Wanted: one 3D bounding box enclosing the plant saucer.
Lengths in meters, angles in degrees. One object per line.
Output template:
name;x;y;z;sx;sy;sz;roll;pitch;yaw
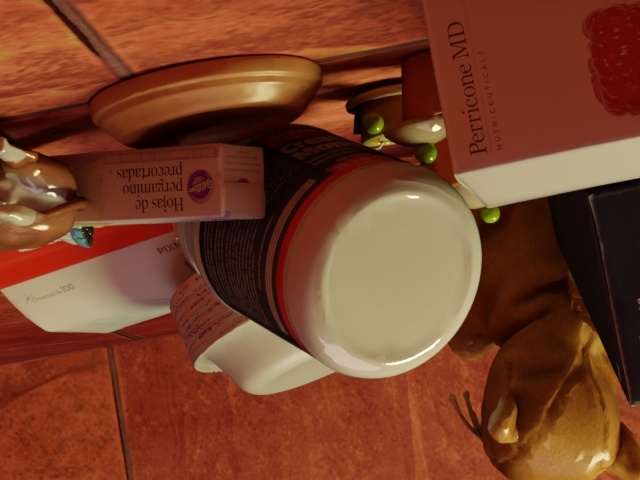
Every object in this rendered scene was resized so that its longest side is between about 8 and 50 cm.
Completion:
plant saucer;-0.095;-0.112;1.509;0.200;0.037;0.200;-9;173;-1

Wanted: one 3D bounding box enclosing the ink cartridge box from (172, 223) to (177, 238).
ink cartridge box;-0.096;-0.037;2.023;0.122;0.052;0.088;-5;171;-39

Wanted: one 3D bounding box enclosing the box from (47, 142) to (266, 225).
box;-0.197;-0.045;1.572;0.324;0.063;0.067;-2;179;33

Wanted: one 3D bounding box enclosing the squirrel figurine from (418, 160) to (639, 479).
squirrel figurine;0.272;0.057;1.827;0.281;0.370;0.397;25;145;-21

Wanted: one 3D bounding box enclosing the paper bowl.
paper bowl;-0.028;0.086;2.152;0.284;0.148;0.284;-22;167;-5

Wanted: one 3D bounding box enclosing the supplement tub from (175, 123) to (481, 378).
supplement tub;0.000;0.000;1.607;0.191;0.191;0.272;-6;-163;-29

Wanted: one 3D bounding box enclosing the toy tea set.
toy tea set;0.144;-0.089;1.653;0.200;0.124;0.336;-15;171;35

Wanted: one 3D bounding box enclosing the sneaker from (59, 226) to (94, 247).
sneaker;-0.278;-0.037;1.769;0.083;0.071;0.190;-5;165;9

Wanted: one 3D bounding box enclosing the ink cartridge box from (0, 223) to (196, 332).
ink cartridge box;-0.250;0.038;2.186;0.308;0.091;0.385;-17;171;25

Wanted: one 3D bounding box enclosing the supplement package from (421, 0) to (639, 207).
supplement package;0.223;-0.140;1.163;0.293;0.177;0.175;-12;172;11

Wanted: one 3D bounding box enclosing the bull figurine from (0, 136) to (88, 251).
bull figurine;-0.358;-0.032;1.502;0.310;0.101;0.188;-7;172;11

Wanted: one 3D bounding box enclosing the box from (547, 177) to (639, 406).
box;0.347;-0.052;1.413;0.313;0.179;0.343;-15;-159;3
